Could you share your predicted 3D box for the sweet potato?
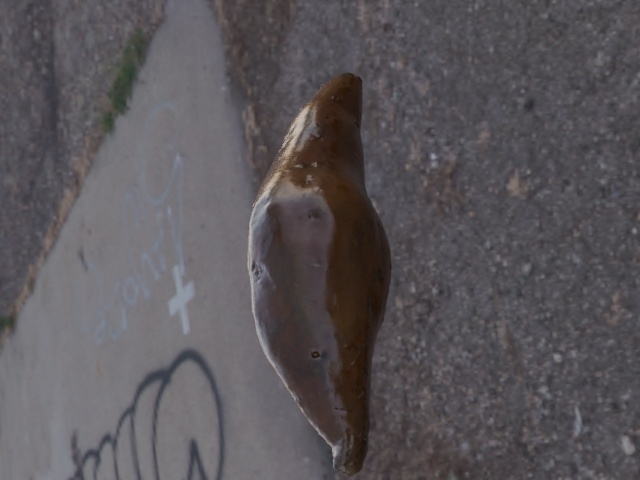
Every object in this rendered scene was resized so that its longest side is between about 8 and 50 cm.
[{"bbox_3d":[-0.001,0.005,0.718,0.112,0.112,0.359,124,146,-52],"label":"sweet potato"}]
